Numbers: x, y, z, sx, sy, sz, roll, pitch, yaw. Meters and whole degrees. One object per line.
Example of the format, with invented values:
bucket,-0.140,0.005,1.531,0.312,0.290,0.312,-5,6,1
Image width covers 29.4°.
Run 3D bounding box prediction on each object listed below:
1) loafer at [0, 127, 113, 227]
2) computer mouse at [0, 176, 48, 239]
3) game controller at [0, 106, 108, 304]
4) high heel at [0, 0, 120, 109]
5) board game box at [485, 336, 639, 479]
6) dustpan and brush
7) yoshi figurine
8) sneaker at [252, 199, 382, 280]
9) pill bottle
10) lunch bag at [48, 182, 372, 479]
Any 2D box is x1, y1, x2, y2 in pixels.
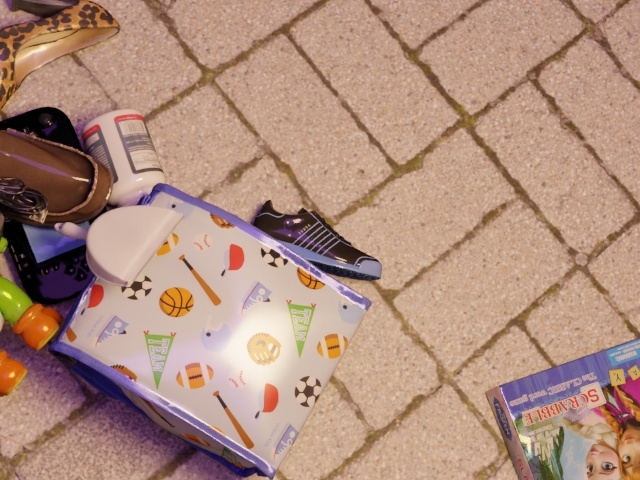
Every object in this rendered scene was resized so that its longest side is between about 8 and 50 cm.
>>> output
loafer,-0.507,-0.111,1.893,0.366,0.130,0.133,11,79,3
computer mouse,-0.515,0.004,1.762,0.188,0.072,0.272,22,40,-12
game controller,-0.439,-0.057,1.971,0.166,0.067,0.319,-20,79,-19
high heel,-0.447,-0.302,2.025,0.186,0.093,0.261,13,62,-3
board game box,0.483,0.353,2.073,0.319,0.066,0.318,-17,78,-18
dustpan and brush,-0.320,-0.005,1.822,0.211,0.060,0.147,20,56,22
yoshi figurine,-0.583,0.073,1.861,0.362,0.203,0.203,38,38,-12
sneaker,0.000,0.000,2.053,0.232,0.081,0.090,17,78,-7
pill bottle,-0.315,-0.114,1.997,0.108,0.108,0.180,-17,78,-18
lunch bag,-0.178,0.137,1.889,0.385,0.239,0.327,33,70,-9
